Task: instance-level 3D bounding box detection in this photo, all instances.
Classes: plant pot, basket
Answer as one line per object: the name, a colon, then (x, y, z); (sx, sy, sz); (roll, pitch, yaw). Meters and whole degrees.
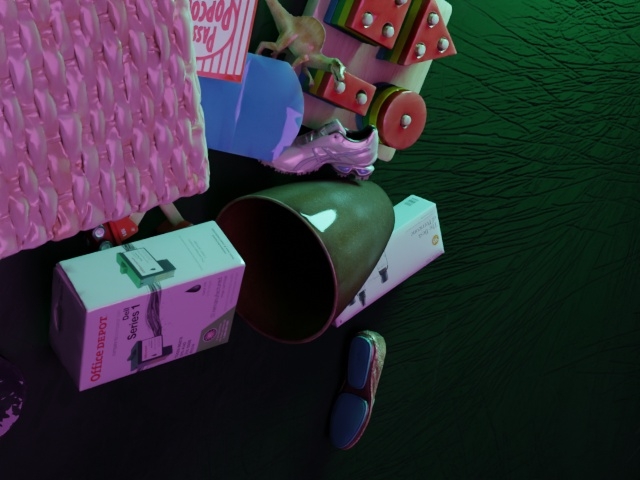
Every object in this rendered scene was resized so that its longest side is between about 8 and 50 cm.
plant pot: (0.000, 0.000, 1.528); (0.230, 0.215, 0.215); (-32, 128, -47)
basket: (-0.315, -0.186, 1.099); (0.328, 0.266, 0.331); (-22, 120, -34)

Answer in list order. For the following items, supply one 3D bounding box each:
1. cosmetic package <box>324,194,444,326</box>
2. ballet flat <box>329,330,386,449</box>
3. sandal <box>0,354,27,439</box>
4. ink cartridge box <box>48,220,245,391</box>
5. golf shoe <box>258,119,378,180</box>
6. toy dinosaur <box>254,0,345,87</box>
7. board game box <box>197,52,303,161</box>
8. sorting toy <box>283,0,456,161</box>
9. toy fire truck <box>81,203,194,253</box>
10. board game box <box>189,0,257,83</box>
cosmetic package: (0.088, 0.030, 1.701); (0.239, 0.060, 0.099); (-33, 128, -28)
ballet flat: (0.069, 0.244, 1.773); (0.067, 0.073, 0.206); (-8, 117, -56)
sandal: (-0.498, 0.135, 1.178); (0.446, 0.107, 0.167); (27, 89, -45)
ink cartridge box: (-0.221, 0.082, 1.373); (0.219, 0.092, 0.160); (-18, 142, -30)
golf shoe: (-0.003, -0.137, 1.506); (0.176, 0.069, 0.086); (0, 131, -19)
toy dinosaur: (-0.040, -0.268, 1.446); (0.092, 0.183, 0.053); (-42, 177, 21)
board game box: (-0.107, -0.180, 1.427); (0.169, 0.033, 0.133); (11, 91, -13)
sorting toy: (0.084, -0.259, 1.551); (0.255, 0.089, 0.257); (19, 95, -45)
toy fire truck: (-0.242, -0.040, 1.378); (0.135, 0.047, 0.192); (-34, 128, -27)
board game box: (-0.151, -0.301, 1.332); (0.147, 0.045, 0.193); (4, 105, -30)
